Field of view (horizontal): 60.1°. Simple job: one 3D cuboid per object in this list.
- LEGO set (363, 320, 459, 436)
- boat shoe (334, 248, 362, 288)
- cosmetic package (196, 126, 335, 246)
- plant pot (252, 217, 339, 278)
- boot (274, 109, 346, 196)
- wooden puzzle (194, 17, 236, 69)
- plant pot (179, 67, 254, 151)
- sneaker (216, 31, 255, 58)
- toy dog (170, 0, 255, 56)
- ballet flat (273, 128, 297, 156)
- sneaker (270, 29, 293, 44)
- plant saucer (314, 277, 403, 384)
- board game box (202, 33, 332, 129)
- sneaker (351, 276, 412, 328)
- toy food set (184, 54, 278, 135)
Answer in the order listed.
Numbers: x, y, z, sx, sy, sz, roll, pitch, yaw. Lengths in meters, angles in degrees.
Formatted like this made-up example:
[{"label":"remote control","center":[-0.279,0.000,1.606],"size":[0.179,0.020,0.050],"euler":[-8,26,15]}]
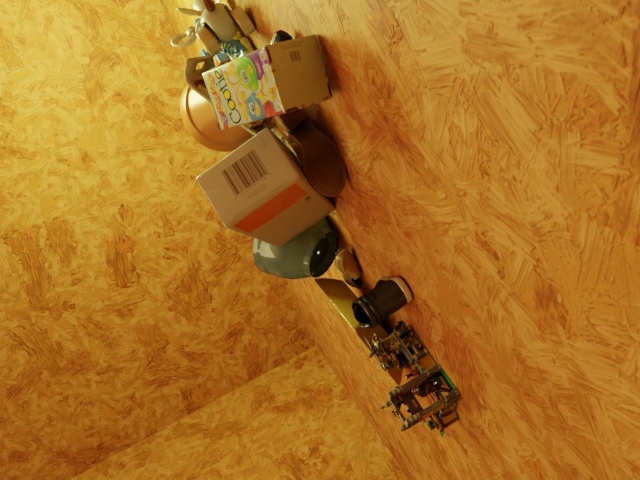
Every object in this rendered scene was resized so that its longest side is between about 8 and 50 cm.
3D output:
[{"label":"LEGO set","center":[0.235,0.413,1.567],"size":[0.331,0.192,0.255],"euler":[58,168,25]},{"label":"boat shoe","center":[0.104,0.097,1.810],"size":[0.072,0.068,0.190],"euler":[39,168,36]},{"label":"cosmetic package","center":[-0.131,-0.127,1.559],"size":[0.161,0.230,0.453],"euler":[57,-172,12]},{"label":"plant pot","center":[-0.061,0.013,1.892],"size":[0.196,0.293,0.293],"euler":[25,150,28]},{"label":"boot","center":[-0.036,-0.252,1.509],"size":[0.283,0.109,0.220],"euler":[51,-179,-11]},{"label":"wooden puzzle","center":[-0.407,-0.718,2.196],"size":[0.322,0.081,0.348],"euler":[59,169,21]},{"label":"plant pot","center":[-0.314,-0.468,1.895],"size":[0.203,0.291,0.290],"euler":[-8,109,62]},{"label":"sneaker","center":[-0.293,-0.615,1.770],"size":[0.240,0.126,0.091],"euler":[58,169,25]},{"label":"toy dog","center":[-0.337,-0.684,1.644],"size":[0.334,0.220,0.161],"euler":[28,160,40]},{"label":"ballet flat","center":[-0.096,-0.258,1.855],"size":[0.086,0.086,0.248],"euler":[46,159,58]},{"label":"sneaker","center":[-0.092,-0.446,1.387],"size":[0.190,0.071,0.083],"euler":[77,168,-53]},{"label":"plant saucer","center":[0.145,0.282,1.855],"size":[0.332,0.081,0.333],"euler":[53,177,-35]},{"label":"board game box","center":[-0.127,-0.353,1.264],"size":[0.275,0.144,0.142],"euler":[3,115,51]},{"label":"sneaker","center":[0.148,0.177,1.540],"size":[0.104,0.147,0.296],"euler":[60,170,7]},{"label":"toy food set","center":[-0.235,-0.430,1.626],"size":[0.306,0.092,0.219],"euler":[37,-159,-7]}]
